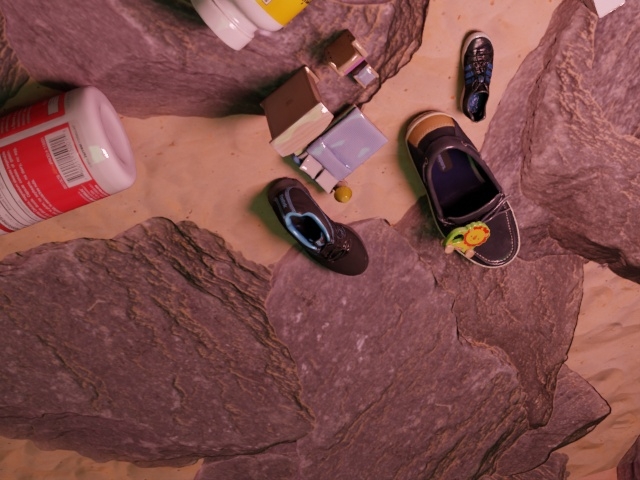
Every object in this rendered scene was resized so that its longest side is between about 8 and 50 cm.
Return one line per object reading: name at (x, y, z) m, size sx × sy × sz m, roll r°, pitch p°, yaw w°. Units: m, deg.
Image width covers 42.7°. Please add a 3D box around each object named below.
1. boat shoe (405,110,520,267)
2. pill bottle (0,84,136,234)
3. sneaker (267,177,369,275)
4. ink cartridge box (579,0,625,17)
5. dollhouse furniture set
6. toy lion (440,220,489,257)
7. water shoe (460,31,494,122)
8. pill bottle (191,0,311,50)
boat shoe at (0.358, -0.091, 1.980) m, size 0.187 × 0.156 × 0.500 m, roll -30°, pitch 126°, yaw 7°
pill bottle at (-0.611, -0.148, 1.691) m, size 0.408 × 0.229 × 0.229 m, roll -20°, pitch 126°, yaw 3°
sneaker at (0.000, 0.000, 1.976) m, size 0.125 × 0.139 × 0.341 m, roll -40°, pitch 124°, yaw 14°
ink cartridge box at (0.561, -0.546, 1.702) m, size 0.063 × 0.150 × 0.109 m, roll -30°, pitch 125°, yaw 10°
dollhouse furniture set at (0.061, -0.232, 1.791) m, size 0.286 × 0.198 × 0.303 m, roll -37°, pitch 124°, yaw 15°
toy lion at (0.349, -0.007, 1.941) m, size 0.100 × 0.034 × 0.096 m, roll 11°, pitch 126°, yaw -27°
water shoe at (0.359, -0.363, 1.832) m, size 0.073 × 0.080 × 0.203 m, roll -8°, pitch 126°, yaw -7°
pill bottle at (-0.082, -0.526, 1.561) m, size 0.334 × 0.188 × 0.188 m, roll -38°, pitch 123°, yaw 16°
